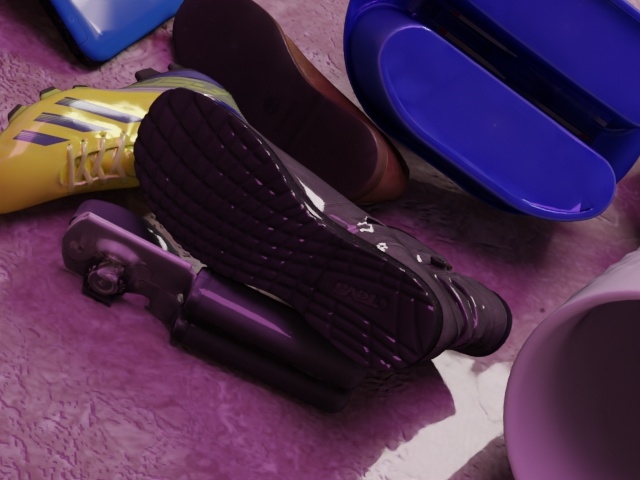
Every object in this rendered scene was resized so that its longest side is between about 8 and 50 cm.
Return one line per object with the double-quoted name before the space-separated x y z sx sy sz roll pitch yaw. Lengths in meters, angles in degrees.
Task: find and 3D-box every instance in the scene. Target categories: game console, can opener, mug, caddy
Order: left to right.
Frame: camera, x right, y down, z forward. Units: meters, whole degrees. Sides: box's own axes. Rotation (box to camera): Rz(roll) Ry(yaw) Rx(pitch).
"game console" -0.262 -0.318 1.715 0.293 0.173 0.250 -44 107 -46
"can opener" -0.088 0.045 1.416 0.283 0.076 0.095 26 43 -3
"caddy" 0.186 -0.166 1.621 0.341 0.241 0.179 35 4 -12
"mug" 0.392 0.138 1.405 0.374 0.276 0.328 26 31 24

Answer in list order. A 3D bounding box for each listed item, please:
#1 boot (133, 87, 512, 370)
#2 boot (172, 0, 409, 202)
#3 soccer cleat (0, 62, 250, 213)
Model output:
"boot" 0.000 0.000 1.455 0.338 0.118 0.223 43 15 17
"boot" -0.031 -0.137 1.630 0.305 0.112 0.115 46 15 26
"soccer cleat" -0.179 -0.083 1.474 0.121 0.093 0.289 39 41 25
